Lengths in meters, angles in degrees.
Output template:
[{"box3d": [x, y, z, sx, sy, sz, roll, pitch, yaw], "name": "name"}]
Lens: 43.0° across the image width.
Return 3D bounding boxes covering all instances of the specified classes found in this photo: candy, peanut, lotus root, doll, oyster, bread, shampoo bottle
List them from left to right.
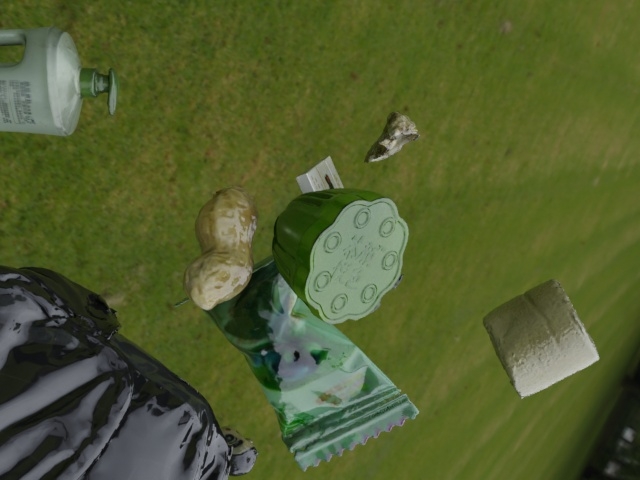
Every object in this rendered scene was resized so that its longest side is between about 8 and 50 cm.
[{"box3d": [-0.330, -0.170, 0.864, 0.087, 0.234, 0.118, -78, 170, -80], "name": "shampoo bottle"}, {"box3d": [-0.184, 0.379, 1.469, 0.102, 0.179, 0.089, -11, 95, -57], "name": "doll"}, {"box3d": [-0.153, 0.012, 1.274, 0.098, 0.103, 0.229, 112, -14, -55], "name": "peanut"}, {"box3d": [-0.038, 0.207, 1.437, 0.263, 0.398, 0.172, -31, -177, 28], "name": "candy"}, {"box3d": [0.000, 0.000, 1.095, 0.186, 0.186, 0.186, -41, 147, -34], "name": "lotus root"}, {"box3d": [0.068, -0.112, 0.890, 0.083, 0.038, 0.080, -28, 178, 33], "name": "oyster"}, {"box3d": [0.338, 0.150, 1.263, 0.141, 0.148, 0.134, -31, 125, 13], "name": "bread"}]

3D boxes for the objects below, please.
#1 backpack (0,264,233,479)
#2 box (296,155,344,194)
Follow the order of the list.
[{"box3d": [-0.329, 0.251, 1.031, 0.363, 0.445, 0.255, -55, 178, -30], "name": "backpack"}, {"box3d": [0.006, -0.080, 1.322, 0.090, 0.024, 0.167, 66, 18, -9], "name": "box"}]
